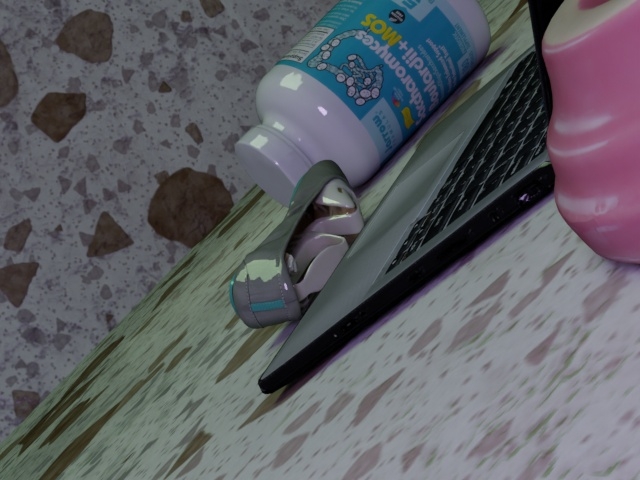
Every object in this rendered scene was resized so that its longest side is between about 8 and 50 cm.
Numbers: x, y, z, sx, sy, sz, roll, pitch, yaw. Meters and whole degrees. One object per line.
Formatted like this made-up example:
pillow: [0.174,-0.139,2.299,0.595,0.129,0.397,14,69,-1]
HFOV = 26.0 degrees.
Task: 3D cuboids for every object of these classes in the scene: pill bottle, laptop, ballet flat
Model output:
pill bottle: [0.037,-0.152,1.369,0.264,0.146,0.146,-47,7,-16]
laptop: [0.081,-0.176,0.875,0.408,0.236,0.382,-40,8,35]
ballet flat: [0.000,0.000,1.084,0.068,0.072,0.213,-8,27,29]

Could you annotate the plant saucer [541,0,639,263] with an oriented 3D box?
plant saucer: [0.205,-0.133,0.533,0.332,0.084,0.332,-43,7,7]
